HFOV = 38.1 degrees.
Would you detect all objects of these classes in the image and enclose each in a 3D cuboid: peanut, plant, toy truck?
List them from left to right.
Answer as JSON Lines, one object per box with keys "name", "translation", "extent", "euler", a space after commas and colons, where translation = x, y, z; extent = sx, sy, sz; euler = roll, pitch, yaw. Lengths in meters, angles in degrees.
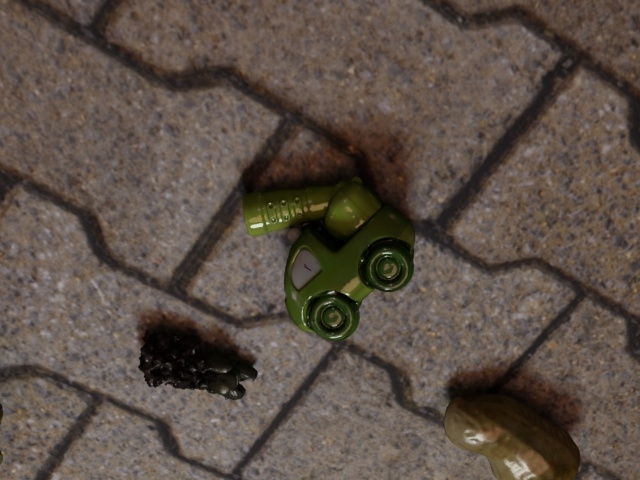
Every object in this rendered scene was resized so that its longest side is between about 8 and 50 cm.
{"name": "plant", "translation": [-0.166, 0.174, 1.256], "extent": [0.174, 0.087, 0.085], "euler": [20, 91, -23]}
{"name": "toy truck", "translation": [0.021, 0.003, 1.150], "extent": [0.187, 0.148, 0.211], "euler": [-25, 95, 10]}
{"name": "peanut", "translation": [0.281, 0.299, 1.368], "extent": [0.236, 0.110, 0.120], "euler": [27, 127, -19]}

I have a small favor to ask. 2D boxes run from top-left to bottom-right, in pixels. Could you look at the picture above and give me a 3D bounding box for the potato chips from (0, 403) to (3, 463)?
{"name": "potato chips", "translation": [-0.588, 0.257, 1.188], "extent": [0.389, 0.097, 0.373], "euler": [-44, 82, 20]}
